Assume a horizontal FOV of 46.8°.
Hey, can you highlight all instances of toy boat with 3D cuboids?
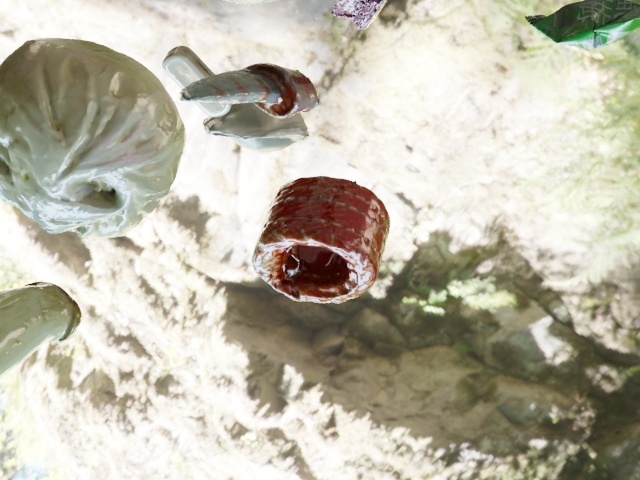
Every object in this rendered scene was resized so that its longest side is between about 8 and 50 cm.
[{"bbox_3d":[-0.157,-0.274,1.357,0.206,0.096,0.282,30,-148,35],"label":"toy boat"}]

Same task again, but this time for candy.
[{"bbox_3d":[0.457,-0.355,1.218,0.203,0.078,0.141,9,-145,37],"label":"candy"}]

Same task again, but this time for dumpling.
[{"bbox_3d":[-0.184,-0.328,1.980,0.260,0.181,0.341,-11,-128,-18],"label":"dumpling"}]

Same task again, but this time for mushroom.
[{"bbox_3d":[-0.391,0.124,0.816,0.099,0.081,0.312,14,-156,19],"label":"mushroom"}]

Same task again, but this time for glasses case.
[{"bbox_3d":[-0.290,-0.376,1.762,0.196,0.083,0.050,46,-142,-34],"label":"glasses case"}]

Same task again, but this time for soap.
[{"bbox_3d":[0.103,-0.550,1.610,0.099,0.162,0.250,34,-154,-4],"label":"soap"}]

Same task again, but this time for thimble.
[{"bbox_3d":[0.000,0.000,1.955,0.350,0.350,0.231,25,-128,-15],"label":"thimble"}]

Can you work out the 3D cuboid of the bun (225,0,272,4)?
[{"bbox_3d":[-0.123,-0.340,0.708,0.272,0.168,0.273,23,178,1],"label":"bun"}]

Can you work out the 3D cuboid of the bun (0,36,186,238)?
[{"bbox_3d":[-0.218,-0.077,0.677,0.178,0.193,0.128,17,-154,-37],"label":"bun"}]
